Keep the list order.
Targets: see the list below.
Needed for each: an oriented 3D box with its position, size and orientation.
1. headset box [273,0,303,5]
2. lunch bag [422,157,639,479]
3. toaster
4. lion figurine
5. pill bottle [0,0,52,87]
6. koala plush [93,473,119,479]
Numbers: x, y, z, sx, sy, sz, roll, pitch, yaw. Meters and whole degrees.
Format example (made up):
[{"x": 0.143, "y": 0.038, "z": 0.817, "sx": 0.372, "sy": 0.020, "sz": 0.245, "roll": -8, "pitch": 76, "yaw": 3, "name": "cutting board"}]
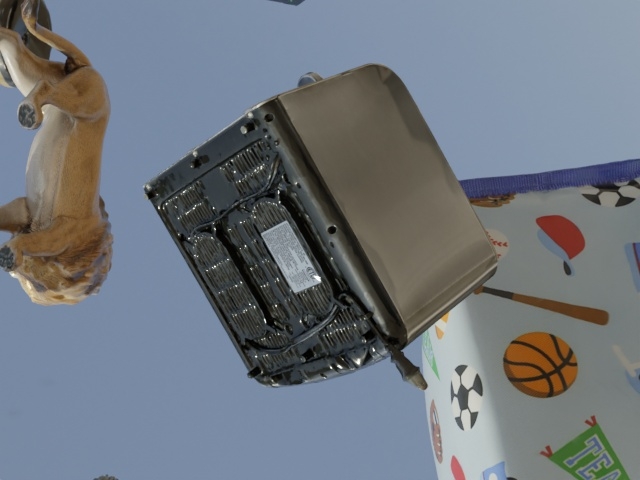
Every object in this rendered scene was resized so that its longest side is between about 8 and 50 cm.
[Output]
[{"x": -0.085, "y": -0.379, "z": 1.248, "sx": 0.283, "sy": 0.246, "sz": 0.131, "roll": 5, "pitch": -100, "yaw": -26, "name": "headset box"}, {"x": 0.208, "y": 0.173, "z": 0.934, "sx": 0.239, "sy": 0.385, "sz": 0.328, "roll": -5, "pitch": -124, "yaw": -2, "name": "lunch bag"}, {"x": 0.000, "y": 0.000, "z": 0.684, "sx": 0.110, "sy": 0.168, "sz": 0.185, "roll": -32, "pitch": -87, "yaw": -35, "name": "toaster"}, {"x": -0.314, "y": -0.094, "z": 1.341, "sx": 0.142, "sy": 0.392, "sz": 0.240, "roll": 23, "pitch": -164, "yaw": 22, "name": "lion figurine"}, {"x": -0.452, "y": -0.253, "z": 1.359, "sx": 0.123, "sy": 0.219, "sz": 0.123, "roll": 6, "pitch": -90, "yaw": -78, "name": "pill bottle"}, {"x": -0.206, "y": 0.340, "z": 0.910, "sx": 0.203, "sy": 0.196, "sz": 0.221, "roll": -84, "pitch": -24, "yaw": -43, "name": "koala plush"}]
